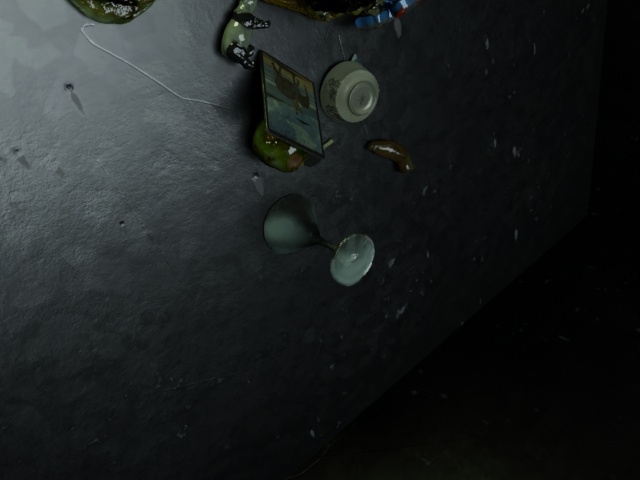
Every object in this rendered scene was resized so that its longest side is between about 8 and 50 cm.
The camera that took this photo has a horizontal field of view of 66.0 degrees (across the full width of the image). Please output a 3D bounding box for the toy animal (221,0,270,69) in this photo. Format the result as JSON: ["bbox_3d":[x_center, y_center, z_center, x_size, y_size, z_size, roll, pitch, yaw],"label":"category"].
[{"bbox_3d":[-0.242,-0.672,1.574,0.121,0.094,0.225,16,102,-34],"label":"toy animal"}]

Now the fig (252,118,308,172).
[{"bbox_3d":[-0.127,-0.332,1.793,0.206,0.206,0.275,-59,165,0],"label":"fig"}]

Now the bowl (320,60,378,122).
[{"bbox_3d":[0.129,-0.556,1.885,0.238,0.126,0.237,-16,124,-26],"label":"bowl"}]

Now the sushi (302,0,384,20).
[{"bbox_3d":[0.045,-0.836,1.515,0.329,0.285,0.327,-13,85,4],"label":"sushi"}]

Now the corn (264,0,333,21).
[{"bbox_3d":[-0.076,-0.809,1.632,0.313,0.102,0.101,1,110,-38],"label":"corn"}]

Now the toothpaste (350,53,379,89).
[{"bbox_3d":[0.180,-0.656,1.961,0.197,0.035,0.057,36,71,-42],"label":"toothpaste"}]

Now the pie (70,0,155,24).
[{"bbox_3d":[-0.557,-0.732,1.298,0.323,0.071,0.322,-19,124,-31],"label":"pie"}]

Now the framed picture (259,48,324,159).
[{"bbox_3d":[-0.097,-0.462,1.684,0.265,0.016,0.346,19,55,-43],"label":"framed picture"}]

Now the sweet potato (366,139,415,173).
[{"bbox_3d":[0.321,-0.376,2.177,0.286,0.085,0.112,16,105,-42],"label":"sweet potato"}]

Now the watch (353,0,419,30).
[{"bbox_3d":[0.199,-0.912,1.748,0.305,0.241,0.274,-38,115,-10],"label":"watch"}]

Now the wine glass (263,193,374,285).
[{"bbox_3d":[0.000,0.000,1.884,0.267,0.406,0.266,-19,121,-35],"label":"wine glass"}]

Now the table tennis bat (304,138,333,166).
[{"bbox_3d":[-0.010,-0.355,1.967,0.156,0.013,0.087,-40,130,-16],"label":"table tennis bat"}]
